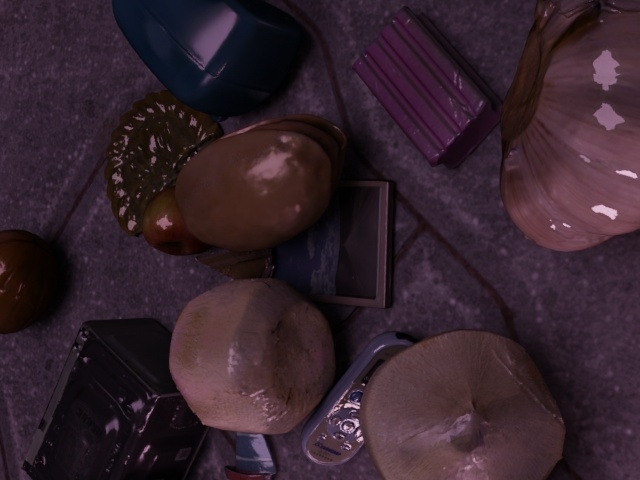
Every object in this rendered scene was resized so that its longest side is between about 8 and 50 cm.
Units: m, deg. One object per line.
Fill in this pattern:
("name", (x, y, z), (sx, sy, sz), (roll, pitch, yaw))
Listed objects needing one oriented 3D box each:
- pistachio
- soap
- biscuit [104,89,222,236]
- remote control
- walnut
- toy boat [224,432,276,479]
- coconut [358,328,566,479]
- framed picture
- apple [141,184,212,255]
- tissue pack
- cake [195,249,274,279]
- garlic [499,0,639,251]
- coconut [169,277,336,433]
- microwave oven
("pistachio", (-0.090, -0.078, 1.492), (0.293, 0.162, 0.181), (-23, 112, 38))
("soap", (0.146, -0.208, 1.412), (0.122, 0.065, 0.203), (-48, 63, 25))
("biscuit", (-0.290, -0.152, 1.753), (0.273, 0.036, 0.187), (-50, 62, 24))
("remote control", (0.057, 0.222, 1.456), (0.244, 0.087, 0.047), (-53, 20, 22))
("walnut", (-0.561, 0.076, 1.874), (0.167, 0.167, 0.207), (50, 118, 27))
("toy boat", (-0.108, 0.313, 1.604), (0.096, 0.034, 0.122), (1, 88, 31))
("coconut", (0.170, 0.228, 1.246), (0.245, 0.247, 0.245), (0, 84, -2))
("framed picture", (0.000, 0.000, 1.544), (0.260, 0.023, 0.189), (3, 92, 38))
("apple", (-0.219, -0.032, 1.641), (0.126, 0.126, 0.102), (-11, 64, 36))
("tissue pack", (-0.185, -0.322, 1.580), (0.287, 0.198, 0.206), (48, 114, 25))
("cake", (-0.131, 0.044, 1.554), (0.052, 0.121, 0.065), (33, 118, 40))
("garlic", (0.314, -0.139, 1.158), (0.241, 0.322, 0.322), (16, 99, 17))
("coconut", (-0.106, 0.169, 1.493), (0.230, 0.227, 0.227), (-5, 85, 40))
("microwave oven", (-0.326, 0.304, 1.675), (0.237, 0.181, 0.295), (37, 109, 33))
